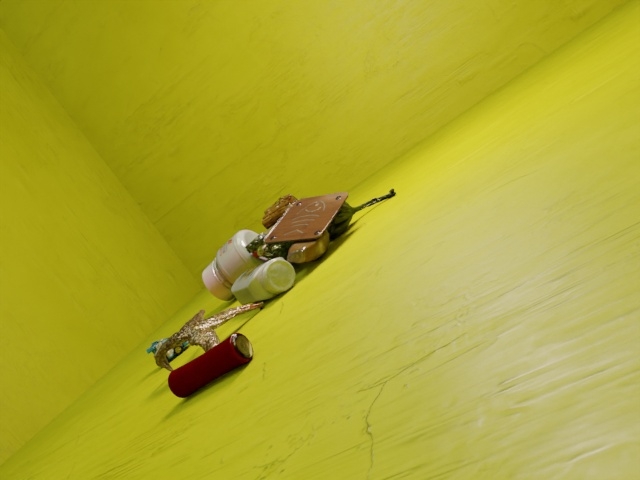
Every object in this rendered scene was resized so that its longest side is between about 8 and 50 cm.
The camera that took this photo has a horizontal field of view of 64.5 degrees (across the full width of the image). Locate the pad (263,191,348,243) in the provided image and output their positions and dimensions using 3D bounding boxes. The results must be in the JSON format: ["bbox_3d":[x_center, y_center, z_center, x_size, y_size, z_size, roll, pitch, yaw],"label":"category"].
[{"bbox_3d":[-0.053,-0.088,1.951,0.287,0.018,0.284,-5,37,38],"label":"pad"}]

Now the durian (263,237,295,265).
[{"bbox_3d":[-0.129,0.038,2.074,0.198,0.163,0.394,-16,-4,9],"label":"durian"}]

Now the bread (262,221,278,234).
[{"bbox_3d":[-0.191,0.049,2.850,0.346,0.242,0.404,-24,46,44],"label":"bread"}]

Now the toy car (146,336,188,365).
[{"bbox_3d":[-0.608,0.424,2.038,0.161,0.098,0.126,-37,9,1],"label":"toy car"}]

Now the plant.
[{"bbox_3d":[0.132,-0.099,2.135,0.334,0.180,0.251,-4,-8,-16],"label":"plant"}]

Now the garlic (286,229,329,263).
[{"bbox_3d":[-0.037,0.023,1.888,0.143,0.112,0.318,-15,4,14],"label":"garlic"}]

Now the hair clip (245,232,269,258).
[{"bbox_3d":[-0.199,0.052,2.290,0.138,0.091,0.321,-38,-27,24],"label":"hair clip"}]

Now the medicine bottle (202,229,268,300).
[{"bbox_3d":[-0.389,0.123,2.403,0.302,0.241,0.241,-41,5,20],"label":"medicine bottle"}]

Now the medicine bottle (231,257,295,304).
[{"bbox_3d":[-0.203,0.147,1.845,0.179,0.124,0.324,-38,8,-27],"label":"medicine bottle"}]

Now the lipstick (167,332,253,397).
[{"bbox_3d":[-0.274,0.312,1.258,0.241,0.080,0.080,-32,8,23],"label":"lipstick"}]

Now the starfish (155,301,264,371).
[{"bbox_3d":[-0.378,0.313,1.633,0.398,0.132,0.384,-28,6,32],"label":"starfish"}]

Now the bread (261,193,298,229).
[{"bbox_3d":[-0.179,-0.149,3.020,0.278,0.167,0.325,-29,-28,25],"label":"bread"}]
